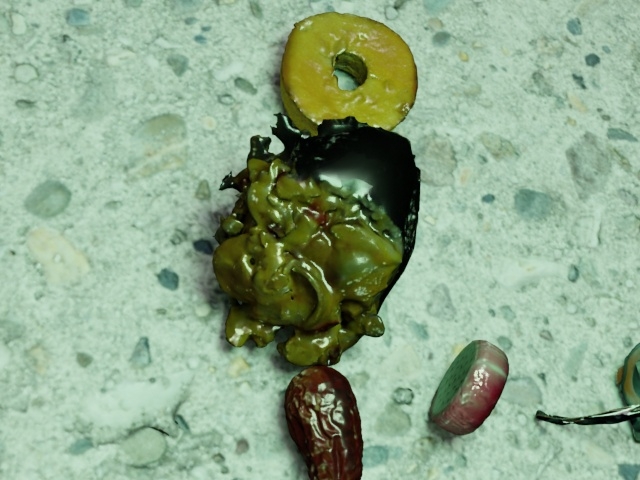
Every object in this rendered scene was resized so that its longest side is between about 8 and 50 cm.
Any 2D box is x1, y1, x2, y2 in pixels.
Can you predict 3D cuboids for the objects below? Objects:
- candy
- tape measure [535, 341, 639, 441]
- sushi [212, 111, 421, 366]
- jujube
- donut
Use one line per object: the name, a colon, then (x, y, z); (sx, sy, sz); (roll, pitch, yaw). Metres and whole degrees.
candy: (0.154, 0.151, 1.384); (0.043, 0.103, 0.103); (29, 55, -7)
tape measure: (0.326, 0.152, 1.452); (0.180, 0.104, 0.107); (5, 63, -20)
sushi: (-0.007, 0.000, 1.364); (0.200, 0.213, 0.204); (8, 42, 8)
jujube: (0.005, 0.187, 1.322); (0.077, 0.077, 0.129); (-4, 68, -24)
donut: (0.027, -0.177, 1.548); (0.162, 0.065, 0.178); (21, 57, -4)
